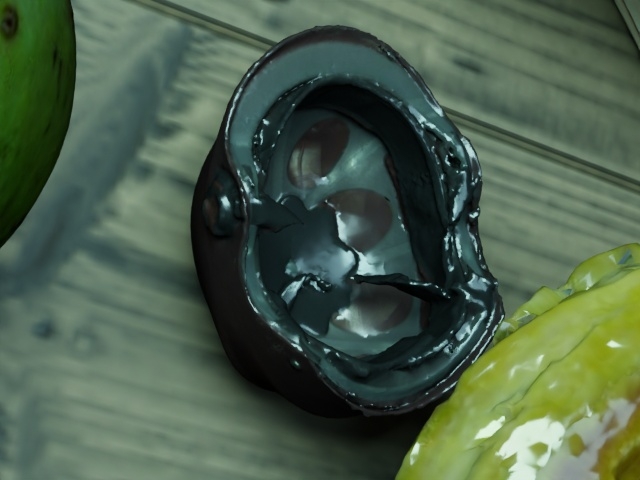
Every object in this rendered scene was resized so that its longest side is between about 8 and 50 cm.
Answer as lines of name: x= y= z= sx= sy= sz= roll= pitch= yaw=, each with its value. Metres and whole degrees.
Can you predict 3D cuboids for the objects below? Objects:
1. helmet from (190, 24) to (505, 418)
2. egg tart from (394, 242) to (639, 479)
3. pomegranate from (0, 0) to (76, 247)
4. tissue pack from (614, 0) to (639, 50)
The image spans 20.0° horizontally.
helmet: x=0.000 y=0.000 z=0.588 sx=0.098 sy=0.070 sz=0.123 roll=-11 pitch=81 yaw=-34
egg tart: x=0.135 y=0.141 z=0.615 sx=0.295 sy=0.116 sz=0.294 roll=2 pitch=85 yaw=-23
pomegranate: x=-0.171 y=-0.032 z=0.458 sx=0.187 sy=0.187 sz=0.225 roll=40 pitch=97 yaw=-17
tissue pack: x=0.210 y=-0.080 z=0.707 sx=0.170 sy=0.071 sz=0.325 roll=-31 pitch=97 yaw=-25
